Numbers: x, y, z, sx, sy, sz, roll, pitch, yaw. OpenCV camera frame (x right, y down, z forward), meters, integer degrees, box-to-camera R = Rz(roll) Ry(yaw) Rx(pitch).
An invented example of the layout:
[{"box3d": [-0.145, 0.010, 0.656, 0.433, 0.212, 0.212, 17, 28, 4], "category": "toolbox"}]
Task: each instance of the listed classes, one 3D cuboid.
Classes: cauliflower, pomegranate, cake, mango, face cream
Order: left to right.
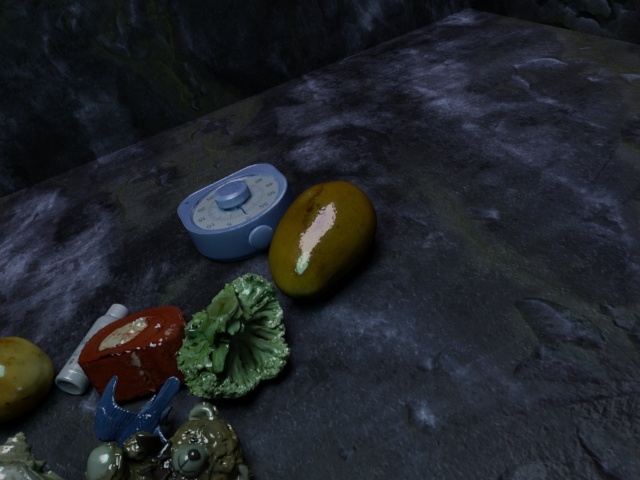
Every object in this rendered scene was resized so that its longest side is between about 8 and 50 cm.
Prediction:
[{"box3d": [-0.809, 0.356, 1.213, 0.233, 0.233, 0.233, -12, 38, 9], "category": "pomegranate"}, {"box3d": [-0.614, 0.288, 1.322, 0.082, 0.081, 0.268, -5, 38, 19], "category": "face cream"}, {"box3d": [-0.443, 0.279, 1.208, 0.283, 0.150, 0.177, -17, 24, 4], "category": "cake"}, {"box3d": [-0.208, 0.212, 1.093, 0.273, 0.250, 0.275, -20, 58, -9], "category": "cauliflower"}, {"box3d": [0.000, 0.000, 1.309, 0.264, 0.221, 0.377, 12, 55, 30], "category": "mango"}]

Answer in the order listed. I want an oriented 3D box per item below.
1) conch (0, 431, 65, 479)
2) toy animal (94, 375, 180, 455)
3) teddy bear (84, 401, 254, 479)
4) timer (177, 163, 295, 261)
[{"box3d": [-0.542, 0.539, 0.888, 0.297, 0.210, 0.351, -18, 79, 26], "category": "conch"}, {"box3d": [-0.375, 0.409, 1.015, 0.239, 0.255, 0.176, 29, 18, -1], "category": "toy animal"}, {"box3d": [-0.263, 0.446, 0.911, 0.256, 0.156, 0.267, -33, 79, -17], "category": "teddy bear"}, {"box3d": [-0.260, -0.096, 1.577, 0.396, 0.173, 0.394, -11, 37, 9], "category": "timer"}]
